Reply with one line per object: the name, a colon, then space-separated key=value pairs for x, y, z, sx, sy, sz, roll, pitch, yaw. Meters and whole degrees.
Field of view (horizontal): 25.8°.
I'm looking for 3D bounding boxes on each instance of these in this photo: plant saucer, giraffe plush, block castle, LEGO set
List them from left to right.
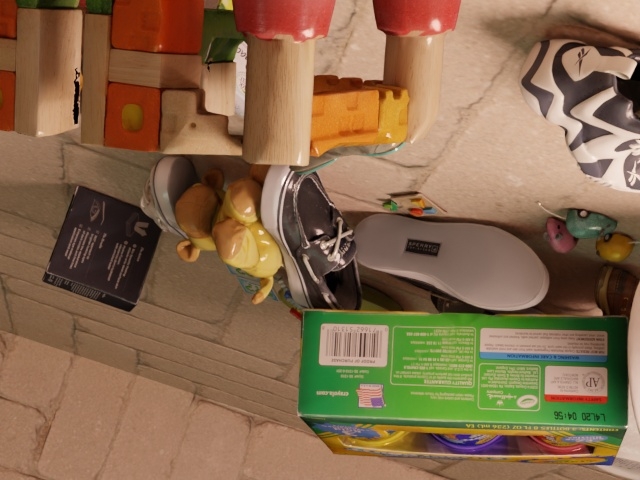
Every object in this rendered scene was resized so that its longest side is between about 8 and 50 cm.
block castle: x=-0.131 y=-0.205 z=1.251 sx=0.453 sy=0.213 sz=0.303 roll=11 pitch=-166 yaw=31
giraffe plush: x=-0.126 y=-0.030 z=1.946 sx=0.170 sy=0.181 sz=0.210 roll=21 pitch=149 yaw=30
LEGO set: x=-0.064 y=0.077 z=2.281 sx=0.244 sy=0.060 sz=0.182 roll=14 pitch=150 yaw=30
plant saucer: x=0.047 y=0.111 z=2.389 sx=0.241 sy=0.037 sz=0.241 roll=17 pitch=162 yaw=5

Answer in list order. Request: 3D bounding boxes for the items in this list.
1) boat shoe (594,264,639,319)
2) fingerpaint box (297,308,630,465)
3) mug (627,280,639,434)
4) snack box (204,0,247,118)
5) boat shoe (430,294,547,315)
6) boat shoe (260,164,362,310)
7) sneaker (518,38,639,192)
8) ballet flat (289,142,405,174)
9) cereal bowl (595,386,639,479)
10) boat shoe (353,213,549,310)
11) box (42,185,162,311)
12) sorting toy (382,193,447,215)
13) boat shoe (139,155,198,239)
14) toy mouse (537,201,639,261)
boat shoe: x=0.425 y=0.092 z=1.933 sx=0.060 sy=0.064 sz=0.178 roll=11 pitch=158 yaw=26
fingerpaint box: x=0.213 y=0.223 z=2.027 sx=0.445 sy=0.163 sz=0.371 roll=1 pitch=164 yaw=8
mug: x=0.591 y=0.137 z=1.653 sx=0.328 sy=0.276 sz=0.374 roll=-5 pitch=-178 yaw=36
snack box: x=-0.084 y=-0.196 z=1.498 sx=0.037 sy=0.100 sz=0.141 roll=3 pitch=157 yaw=38
boat shoe: x=0.267 y=0.121 z=2.162 sx=0.228 sy=0.080 sz=0.076 roll=18 pitch=-172 yaw=-24
boat shoe: x=0.000 y=0.000 z=1.889 sx=0.102 sy=0.108 sz=0.301 roll=21 pitch=145 yaw=28
sneaker: x=0.318 y=-0.116 z=1.364 sx=0.153 sy=0.094 sz=0.235 roll=9 pitch=152 yaw=51
ballet flat: x=0.023 y=-0.130 z=1.678 sx=0.213 sy=0.072 sz=0.068 roll=-8 pitch=122 yaw=52
cereal bowl: x=0.552 y=0.329 z=2.395 sx=0.339 sy=0.141 sz=0.339 roll=15 pitch=163 yaw=5
boat shoe: x=0.188 y=0.039 z=1.927 sx=0.306 sy=0.113 sz=0.105 roll=8 pitch=166 yaw=35
box: x=-0.356 y=0.016 z=2.293 sx=0.158 sy=0.156 sz=0.093 roll=21 pitch=163 yaw=-10
sorting toy: x=0.123 y=-0.045 z=1.895 sx=0.062 sy=0.012 sz=0.083 roll=30 pitch=158 yaw=-35
boat shoe: x=-0.225 y=-0.056 z=2.057 sx=0.084 sy=0.095 sz=0.258 roll=10 pitch=160 yaw=10
toy mouse: x=0.328 y=-0.007 z=1.782 sx=0.143 sy=0.031 sz=0.161 roll=27 pitch=160 yaw=-26
